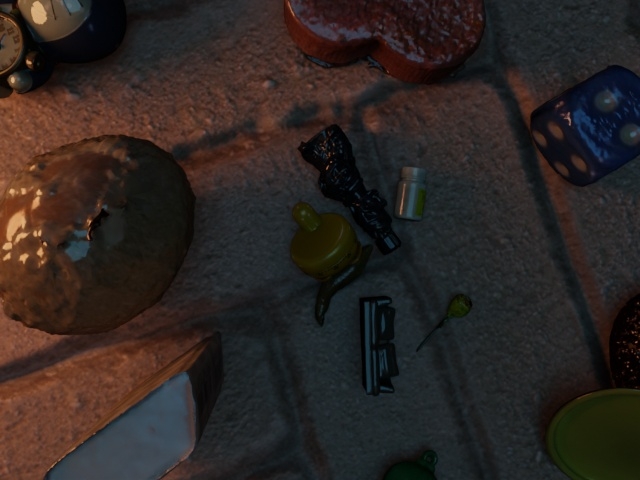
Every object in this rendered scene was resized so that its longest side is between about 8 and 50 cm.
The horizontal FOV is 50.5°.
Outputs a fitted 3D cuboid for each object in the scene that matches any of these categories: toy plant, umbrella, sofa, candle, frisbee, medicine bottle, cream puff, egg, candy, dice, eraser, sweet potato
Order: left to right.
[{"bbox_3d":[-0.314,-0.004,0.947,0.310,0.279,0.279,-36,91,-5],"label":"egg"},{"bbox_3d":[-0.213,0.226,0.877,0.213,0.397,0.082,-35,91,-3],"label":"eraser"},{"bbox_3d":[0.031,0.064,1.076,0.041,0.038,0.153,37,89,3],"label":"sweet potato"},{"bbox_3d":[0.051,-0.074,1.064,0.080,0.071,0.224,-33,93,9],"label":"umbrella"},{"bbox_3d":[0.095,0.161,1.055,0.060,0.085,0.147,-1,89,-1],"label":"sofa"},{"bbox_3d":[0.113,-0.400,1.047,0.317,0.131,0.287,17,85,-4],"label":"candle"},{"bbox_3d":[0.144,-0.073,1.081,0.047,0.047,0.083,9,89,-4],"label":"medicine bottle"},{"bbox_3d":[0.141,0.425,1.048,0.143,0.105,0.200,40,74,-12],"label":"toy plant"},{"bbox_3d":[0.196,0.135,1.092,0.035,0.035,0.123,44,94,1],"label":"candy"},{"bbox_3d":[0.425,-0.176,1.053,0.143,0.146,0.146,-33,91,-6],"label":"dice"},{"bbox_3d":[0.469,0.312,1.044,0.236,0.017,0.236,9,123,14],"label":"frisbee"},{"bbox_3d":[0.575,0.178,1.047,0.239,0.165,0.239,0,90,-1],"label":"cream puff"}]

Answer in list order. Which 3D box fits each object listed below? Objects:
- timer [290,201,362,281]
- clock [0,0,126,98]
[{"bbox_3d":[0.000,0.000,1.038,0.107,0.107,0.109,-42,129,-4],"label":"timer"},{"bbox_3d":[-0.408,-0.321,1.002,0.243,0.146,0.199,-25,79,1],"label":"clock"}]
